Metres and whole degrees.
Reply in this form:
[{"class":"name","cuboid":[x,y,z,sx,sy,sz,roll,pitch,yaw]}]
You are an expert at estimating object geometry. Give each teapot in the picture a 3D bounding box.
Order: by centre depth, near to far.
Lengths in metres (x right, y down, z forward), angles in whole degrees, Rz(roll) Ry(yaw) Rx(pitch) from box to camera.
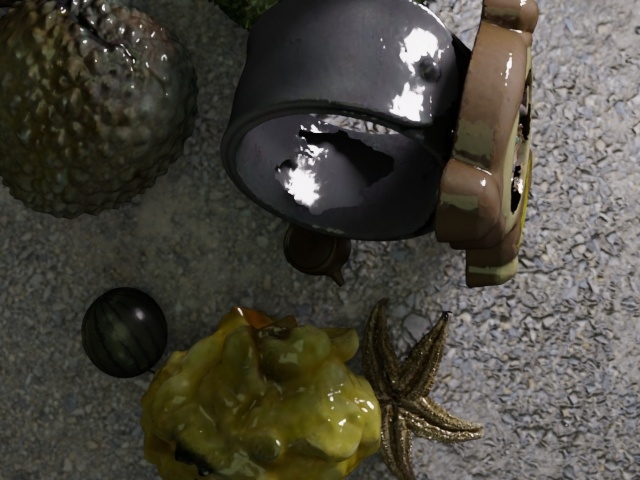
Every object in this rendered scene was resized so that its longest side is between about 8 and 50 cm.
[{"class":"teapot","cuboid":[0.000,0.000,1.455,0.076,0.068,0.121,-29,70,22]}]

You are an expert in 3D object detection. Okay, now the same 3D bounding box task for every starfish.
[{"class":"starfish","cuboid":[0.088,0.187,1.472,0.240,0.043,0.227,11,91,4]}]

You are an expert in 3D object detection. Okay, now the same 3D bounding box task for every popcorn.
[{"class":"popcorn","cuboid":[-0.069,0.199,1.383,0.286,0.215,0.252,3,71,15]}]

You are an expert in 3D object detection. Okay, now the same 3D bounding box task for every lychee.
[{"class":"lychee","cuboid":[-0.267,-0.158,1.350,0.255,0.255,0.274,21,85,-1]}]

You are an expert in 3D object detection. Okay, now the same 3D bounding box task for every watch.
[{"class":"watch","cuboid":[0.064,-0.110,1.326,0.327,0.335,0.314,7,63,15]}]

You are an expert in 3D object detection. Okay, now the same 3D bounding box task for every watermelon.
[{"class":"watermelon","cuboid":[-0.232,0.122,1.444,0.105,0.105,0.133,-26,116,1]}]

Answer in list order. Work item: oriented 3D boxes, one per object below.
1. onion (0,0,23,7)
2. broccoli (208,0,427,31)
[{"class":"onion","cuboid":[-0.376,-0.402,1.343,0.337,0.260,0.282,1,98,0]},{"class":"broccoli","cuboid":[0.010,-0.372,1.327,0.304,0.283,0.321,-14,108,-12]}]
